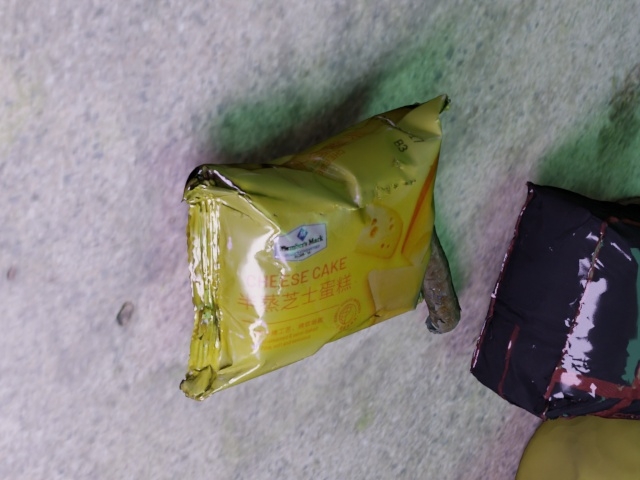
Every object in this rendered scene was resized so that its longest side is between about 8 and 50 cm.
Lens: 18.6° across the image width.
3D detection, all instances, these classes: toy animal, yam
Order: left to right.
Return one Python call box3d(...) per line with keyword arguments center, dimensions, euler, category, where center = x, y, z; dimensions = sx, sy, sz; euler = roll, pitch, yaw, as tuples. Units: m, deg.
box3d(center=(0.077, 0.019, 1.391), dimensions=(0.033, 0.027, 0.129), euler=(-49, 144, -21), category="yam")
box3d(center=(0.271, 0.214, 1.651), dimensions=(0.338, 0.216, 0.191), euler=(-25, 106, -41), category="toy animal")

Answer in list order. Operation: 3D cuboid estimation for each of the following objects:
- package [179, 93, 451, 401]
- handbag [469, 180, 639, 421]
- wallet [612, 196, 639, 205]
box3d(center=(0.000, 0.000, 1.211), dimensions=(0.226, 0.090, 0.168), euler=(-25, 131, -40), category="package")
box3d(center=(0.228, 0.056, 1.496), dimensions=(0.215, 0.155, 0.169), euler=(8, 102, -38), category="handbag")
box3d(center=(0.250, 0.039, 1.631), dimensions=(0.118, 0.039, 0.153), euler=(-5, 114, -53), category="wallet")
